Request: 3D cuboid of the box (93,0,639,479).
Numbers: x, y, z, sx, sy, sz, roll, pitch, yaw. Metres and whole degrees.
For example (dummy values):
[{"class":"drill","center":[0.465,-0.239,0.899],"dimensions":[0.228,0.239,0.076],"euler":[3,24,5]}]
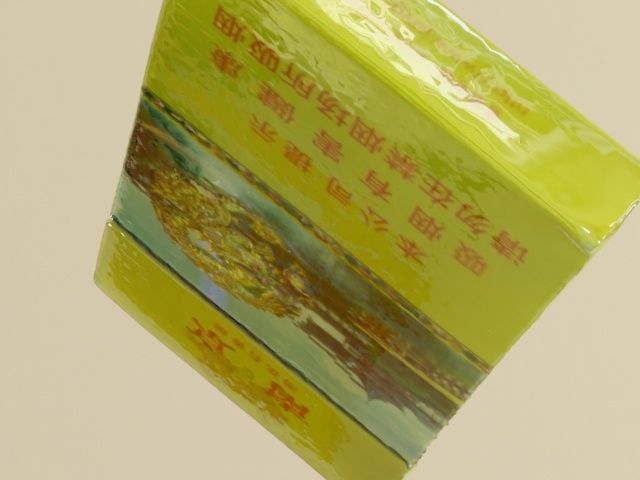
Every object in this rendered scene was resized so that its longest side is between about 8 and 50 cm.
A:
[{"class":"box","center":[0.000,0.000,0.765],"dimensions":[0.187,0.047,0.335],"euler":[39,-26,6]}]
